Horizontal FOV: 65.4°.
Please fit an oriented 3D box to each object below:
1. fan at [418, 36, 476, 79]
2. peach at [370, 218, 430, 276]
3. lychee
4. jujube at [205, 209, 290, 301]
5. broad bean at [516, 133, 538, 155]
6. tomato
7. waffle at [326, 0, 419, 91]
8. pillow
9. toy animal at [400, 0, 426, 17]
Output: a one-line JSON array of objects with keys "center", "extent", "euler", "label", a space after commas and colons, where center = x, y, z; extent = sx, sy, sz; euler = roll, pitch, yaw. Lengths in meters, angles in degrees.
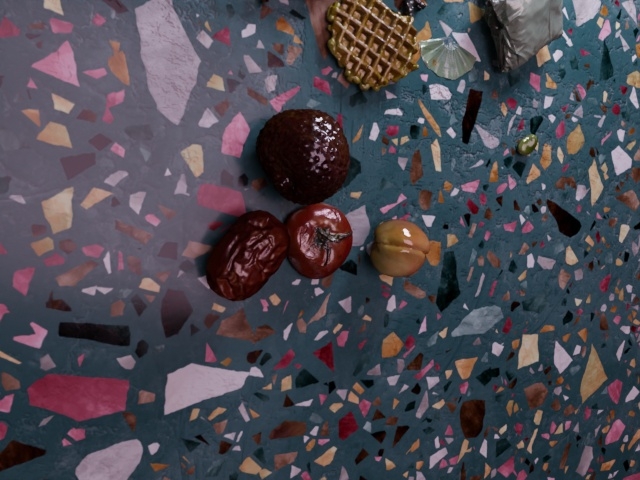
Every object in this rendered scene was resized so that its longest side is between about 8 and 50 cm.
[{"center": [0.412, -0.589, 1.606], "extent": [0.240, 0.009, 0.131], "euler": [2, 98, -27], "label": "fan"}, {"center": [0.241, 0.024, 1.513], "extent": [0.184, 0.184, 0.184], "euler": [-4, 98, -26], "label": "peach"}, {"center": [-0.038, -0.222, 1.301], "extent": [0.261, 0.261, 0.260], "euler": [-4, 98, -26], "label": "lychee"}, {"center": [-0.190, 0.039, 1.309], "extent": [0.174, 0.174, 0.250], "euler": [34, 92, -26], "label": "jujube"}, {"center": [0.738, -0.340, 1.780], "extent": [0.063, 0.045, 0.083], "euler": [42, 86, -23], "label": "broad bean"}, {"center": [0.001, 0.002, 1.432], "extent": [0.228, 0.101, 0.227], "euler": [-2, 95, -24], "label": "tomato"}, {"center": [0.158, -0.589, 1.447], "extent": [0.282, 0.058, 0.300], "euler": [-42, 110, -12], "label": "waffle"}, {"center": [0.678, -0.730, 1.631], "extent": [0.310, 0.138, 0.283], "euler": [-38, 125, -11], "label": "pillow"}, {"center": [0.288, -0.723, 1.506], "extent": [0.065, 0.047, 0.135], "euler": [34, 87, -20], "label": "toy animal"}]
